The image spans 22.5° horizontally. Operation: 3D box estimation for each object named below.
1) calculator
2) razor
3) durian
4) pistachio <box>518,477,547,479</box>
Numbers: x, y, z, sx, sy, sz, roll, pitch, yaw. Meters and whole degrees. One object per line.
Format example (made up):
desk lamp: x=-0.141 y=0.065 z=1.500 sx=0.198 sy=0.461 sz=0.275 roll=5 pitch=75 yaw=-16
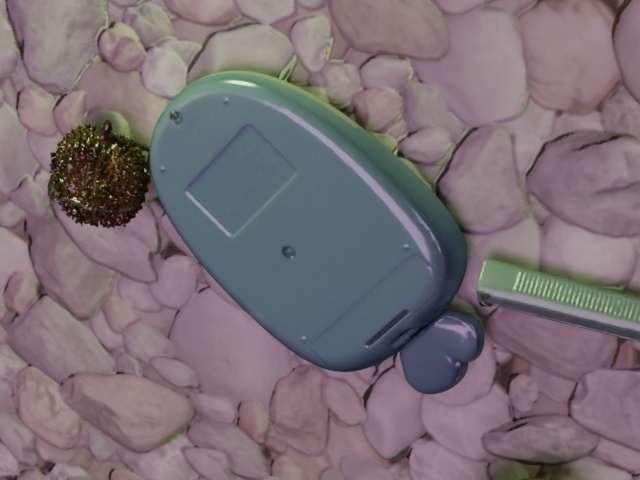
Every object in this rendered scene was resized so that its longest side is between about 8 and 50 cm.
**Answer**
calculator: x=0.000 y=0.000 z=1.199 sx=0.303 sy=0.042 sz=0.188 roll=44 pitch=125 yaw=-2
razor: x=0.245 y=0.066 z=1.135 sx=0.278 sy=0.056 sz=0.111 roll=22 pitch=161 yaw=17
durian: x=-0.167 y=-0.051 z=1.221 sx=0.080 sy=0.080 sz=0.091 roll=25 pitch=123 yaw=7
pistachio: x=0.152 y=0.291 z=1.253 sx=0.153 sy=0.138 sz=0.238 roll=40 pitch=134 yaw=41
